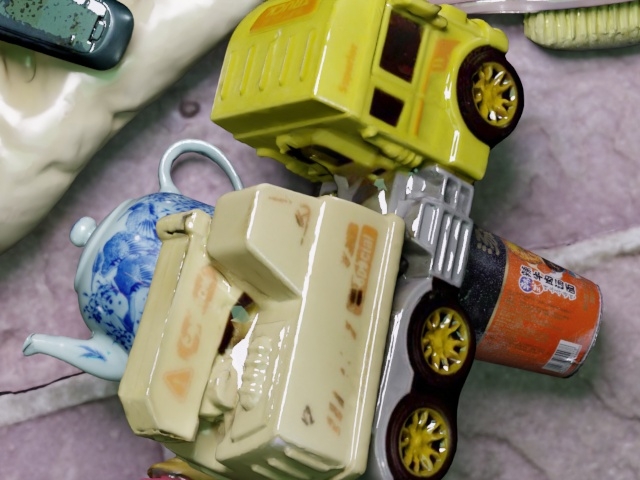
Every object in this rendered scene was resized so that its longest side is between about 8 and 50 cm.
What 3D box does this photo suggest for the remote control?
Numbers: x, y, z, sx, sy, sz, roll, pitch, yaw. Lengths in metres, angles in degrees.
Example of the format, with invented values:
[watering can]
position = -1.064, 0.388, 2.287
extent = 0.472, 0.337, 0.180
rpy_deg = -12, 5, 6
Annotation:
[remote control]
position = -0.247, -0.191, 1.083
extent = 0.222, 0.042, 0.072
rpy_deg = 23, 91, 1

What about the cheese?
[cheese]
position = -0.187, -0.162, 1.169
extent = 0.328, 0.129, 0.351
rpy_deg = -4, 95, 0

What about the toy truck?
[toy truck]
position = 0.000, 0.000, 1.078
extent = 0.254, 0.181, 0.405
rpy_deg = 26, 70, -39

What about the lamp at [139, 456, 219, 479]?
[lamp]
position = -0.072, 0.228, 1.217
extent = 0.253, 0.118, 0.118
rpy_deg = -18, 95, -7

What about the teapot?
[teapot]
position = -0.140, 0.021, 1.185
extent = 0.159, 0.159, 0.232
rpy_deg = 34, 75, -3

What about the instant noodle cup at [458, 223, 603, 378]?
[instant noodle cup]
position = 0.157, 0.055, 1.206
extent = 0.136, 0.127, 0.127
rpy_deg = 19, 95, -10

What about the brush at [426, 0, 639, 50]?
[brush]
position = 0.162, -0.184, 1.208
extent = 0.313, 0.072, 0.067
rpy_deg = -6, 109, 1
